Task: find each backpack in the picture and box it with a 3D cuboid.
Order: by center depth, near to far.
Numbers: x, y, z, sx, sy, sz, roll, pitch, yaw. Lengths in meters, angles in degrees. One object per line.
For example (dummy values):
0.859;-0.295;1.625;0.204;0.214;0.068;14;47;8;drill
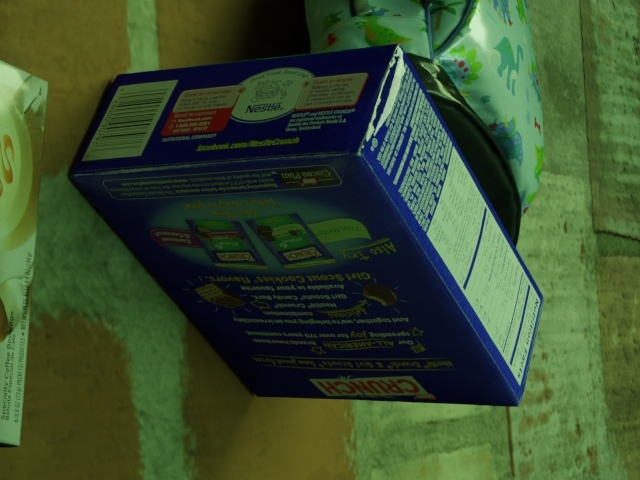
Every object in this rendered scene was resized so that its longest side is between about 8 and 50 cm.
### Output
0.089;-0.168;1.511;0.290;0.273;0.355;57;10;-40;backpack

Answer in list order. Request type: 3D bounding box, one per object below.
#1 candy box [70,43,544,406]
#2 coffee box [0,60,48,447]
0.000;0.000;1.304;0.317;0.268;0.122;56;44;-40;candy box
-0.259;0.002;1.024;0.141;0.098;0.247;24;65;-57;coffee box
